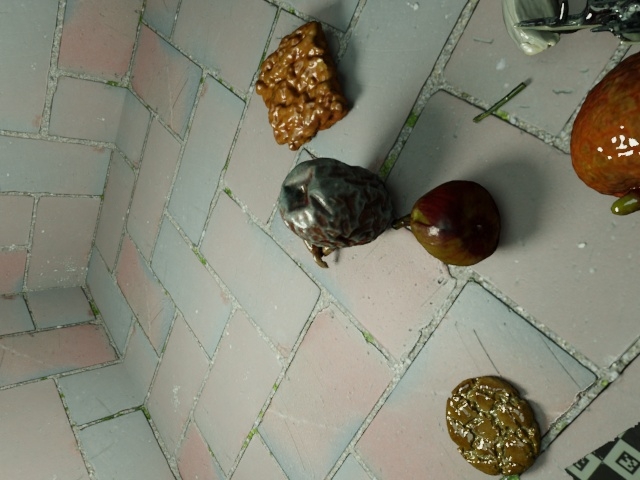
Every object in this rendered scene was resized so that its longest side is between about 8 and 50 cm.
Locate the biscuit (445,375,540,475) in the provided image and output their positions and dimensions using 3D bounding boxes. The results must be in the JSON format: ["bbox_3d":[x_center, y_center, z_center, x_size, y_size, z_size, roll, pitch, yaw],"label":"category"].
[{"bbox_3d":[0.382,0.421,0.977,0.225,0.042,0.226,1,92,43],"label":"biscuit"}]

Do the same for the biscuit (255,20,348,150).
[{"bbox_3d":[-0.068,-0.454,1.305,0.318,0.110,0.312,-26,76,41],"label":"biscuit"}]

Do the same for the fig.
[{"bbox_3d":[0.254,-0.026,0.986,0.290,0.190,0.191,-12,84,42],"label":"fig"}]

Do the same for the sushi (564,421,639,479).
[{"bbox_3d":[0.644,0.460,0.713,0.320,0.068,0.339,53,125,28],"label":"sushi"}]

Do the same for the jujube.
[{"bbox_3d":[0.048,-0.087,1.083,0.226,0.316,0.226,-6,81,40],"label":"jujube"}]

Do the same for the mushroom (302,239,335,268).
[{"bbox_3d":[0.002,0.000,1.286,0.135,0.080,0.171,-15,83,55],"label":"mushroom"}]

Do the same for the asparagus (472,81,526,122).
[{"bbox_3d":[0.389,-0.299,0.946,0.127,0.015,0.018,-36,59,38],"label":"asparagus"}]

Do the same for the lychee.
[{"bbox_3d":[0.531,-0.160,0.674,0.255,0.255,0.300,-2,88,43],"label":"lychee"}]

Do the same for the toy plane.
[{"bbox_3d":[0.480,-0.396,0.747,0.261,0.088,0.192,9,59,14],"label":"toy plane"}]

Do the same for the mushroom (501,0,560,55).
[{"bbox_3d":[0.402,-0.532,0.856,0.097,0.109,0.352,-12,84,41],"label":"mushroom"}]
